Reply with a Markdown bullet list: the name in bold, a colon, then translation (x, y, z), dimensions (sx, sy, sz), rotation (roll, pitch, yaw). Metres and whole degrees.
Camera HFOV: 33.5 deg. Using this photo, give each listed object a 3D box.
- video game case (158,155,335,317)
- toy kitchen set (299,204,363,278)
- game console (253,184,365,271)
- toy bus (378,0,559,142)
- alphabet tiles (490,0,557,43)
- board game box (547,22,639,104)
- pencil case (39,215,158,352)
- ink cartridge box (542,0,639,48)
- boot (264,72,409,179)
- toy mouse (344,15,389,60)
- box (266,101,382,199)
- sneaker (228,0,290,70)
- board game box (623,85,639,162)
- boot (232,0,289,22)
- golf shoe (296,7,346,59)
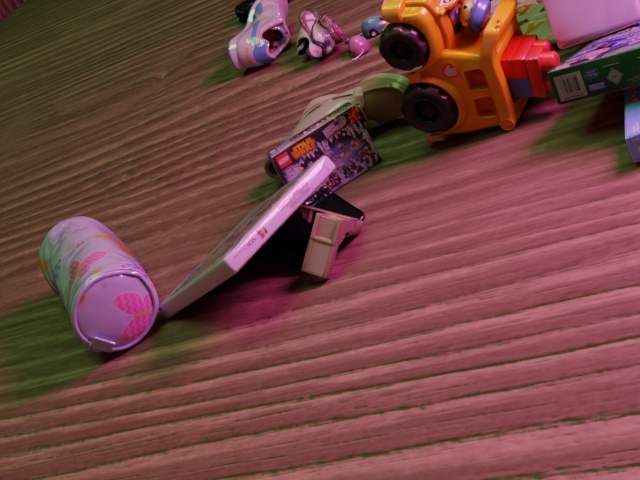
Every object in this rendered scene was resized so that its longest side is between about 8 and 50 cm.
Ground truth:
- **video game case**: translation (-0.097, -0.002, 1.344), dimensions (0.206, 0.026, 0.227), rotation (-48, 9, -33)
- **toy kitchen set**: translation (0.000, 0.000, 1.312), dimensions (0.068, 0.075, 0.083), rotation (17, 6, 21)
- **game console**: translation (-0.018, -0.007, 1.389), dimensions (0.122, 0.071, 0.107), rotation (-40, -1, -22)
- **toy bus**: translation (0.205, -0.247, 1.376), dimensions (0.211, 0.220, 0.149), rotation (1, 42, 35)
- **alphabet tiles**: translation (0.368, -0.365, 1.628), dimensions (0.284, 0.021, 0.278), rotation (1, 40, 45)
- **board game box**: translation (0.450, -0.243, 1.223), dimensions (0.317, 0.046, 0.213), rotation (-9, 18, 45)
- **pencil case**: translation (-0.308, 0.055, 1.449), dimensions (0.124, 0.113, 0.273), rotation (-52, 29, -3)
- **ink cartridge box**: translation (0.344, -0.394, 1.415), dimensions (0.115, 0.198, 0.273), rotation (-17, 20, 21)
- **boot**: translation (0.029, -0.159, 1.535), dimensions (0.213, 0.077, 0.165), rotation (-11, 31, 41)
- **toy mouse**: translation (0.086, -0.369, 1.895), dimensions (0.161, 0.031, 0.143), rotation (-43, 30, -25)
- **box**: translation (0.006, -0.114, 1.460), dimensions (0.137, 0.094, 0.027), rotation (-34, 26, -8)
- **sneaker**: translation (-0.100, -0.417, 2.113), dimensions (0.092, 0.087, 0.228), rotation (-5, 42, 27)
- **board game box**: translation (0.447, -0.169, 1.187), dimensions (0.211, 0.039, 0.160), rotation (-15, 28, 24)
- **boot**: translation (-0.132, -0.528, 2.373), dimensions (0.121, 0.045, 0.099), rotation (-36, 24, -13)
- **golf shoe**: translation (-0.020, -0.383, 1.979), dimensions (0.086, 0.067, 0.186), rotation (-40, 22, 0)
